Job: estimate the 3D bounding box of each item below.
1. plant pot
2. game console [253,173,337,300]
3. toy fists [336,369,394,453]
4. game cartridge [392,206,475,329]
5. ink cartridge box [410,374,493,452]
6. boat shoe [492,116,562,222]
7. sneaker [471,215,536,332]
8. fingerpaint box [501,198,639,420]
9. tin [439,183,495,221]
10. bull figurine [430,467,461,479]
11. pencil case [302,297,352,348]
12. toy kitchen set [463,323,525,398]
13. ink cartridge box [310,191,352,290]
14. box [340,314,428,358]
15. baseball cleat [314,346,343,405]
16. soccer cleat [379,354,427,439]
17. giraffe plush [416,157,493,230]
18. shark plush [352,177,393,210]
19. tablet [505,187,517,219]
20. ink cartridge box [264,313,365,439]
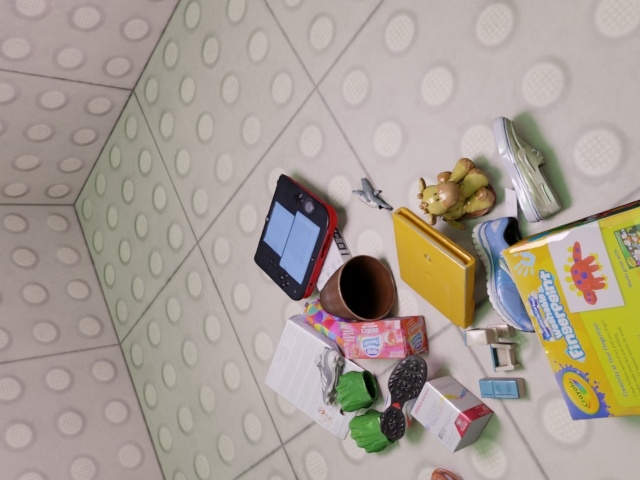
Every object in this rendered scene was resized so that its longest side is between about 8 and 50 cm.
[{"bbox_3d":[0.096,0.178,2.019,0.230,0.216,0.215,-28,72,57],"label":"plant pot"},{"bbox_3d":[-0.104,-0.008,2.208,0.342,0.060,0.386,37,117,37],"label":"game console"},{"bbox_3d":[0.147,0.577,2.037,0.142,0.096,0.279,-28,79,31],"label":"toy fists"},{"bbox_3d":[0.329,0.086,1.740,0.285,0.053,0.323,42,161,36],"label":"game cartridge"},{"bbox_3d":[0.384,0.506,1.773,0.176,0.127,0.128,39,118,37],"label":"ink cartridge box"},{"bbox_3d":[0.552,-0.198,1.607,0.094,0.109,0.302,-23,84,28],"label":"boat shoe"},{"bbox_3d":[0.525,0.086,1.613,0.147,0.130,0.329,-32,69,44],"label":"sneaker"},{"bbox_3d":[0.687,0.157,1.373,0.371,0.163,0.444,-25,87,43],"label":"fingerpaint box"},{"bbox_3d":[0.426,-0.115,1.770,0.190,0.040,0.106,-13,86,45],"label":"tin"},{"bbox_3d":[0.380,0.852,1.815,0.189,0.101,0.310,13,103,41],"label":"bull figurine"},{"bbox_3d":[0.039,0.296,2.137,0.236,0.104,0.104,31,113,40],"label":"pencil case"},{"bbox_3d":[0.457,0.342,1.664,0.122,0.166,0.207,-14,82,45],"label":"toy kitchen set"},{"bbox_3d":[0.000,0.000,2.188,0.165,0.065,0.332,-40,66,40],"label":"ink cartridge box"},{"bbox_3d":[0.204,0.315,1.948,0.257,0.128,0.122,-12,83,44],"label":"box"},{"bbox_3d":[0.024,0.474,2.120,0.110,0.072,0.205,20,105,42],"label":"baseball cleat"},{"bbox_3d":[0.264,0.471,1.871,0.109,0.116,0.318,21,117,18],"label":"soccer cleat"},{"bbox_3d":[0.354,-0.125,1.696,0.181,0.171,0.210,54,126,29],"label":"giraffe plush"},{"bbox_3d":[0.175,-0.149,2.013,0.067,0.073,0.161,-50,47,-2],"label":"shark plush"},{"bbox_3d":[0.525,-0.101,1.657,0.054,0.006,0.083,-131,31,-68],"label":"tablet"},{"bbox_3d":[-0.001,0.499,2.223,0.385,0.091,0.308,30,113,22],"label":"ink cartridge box"}]
